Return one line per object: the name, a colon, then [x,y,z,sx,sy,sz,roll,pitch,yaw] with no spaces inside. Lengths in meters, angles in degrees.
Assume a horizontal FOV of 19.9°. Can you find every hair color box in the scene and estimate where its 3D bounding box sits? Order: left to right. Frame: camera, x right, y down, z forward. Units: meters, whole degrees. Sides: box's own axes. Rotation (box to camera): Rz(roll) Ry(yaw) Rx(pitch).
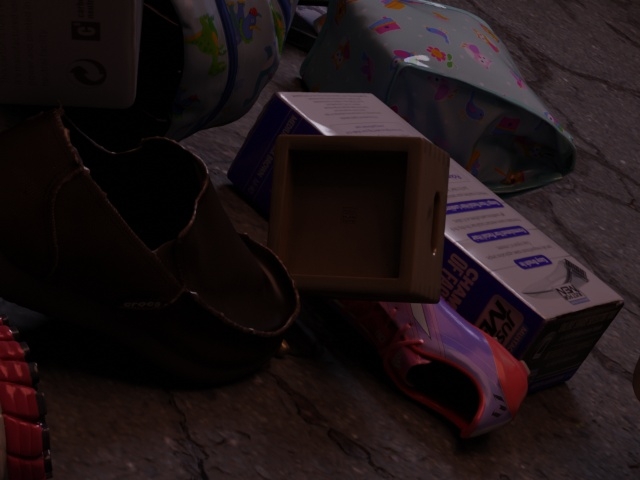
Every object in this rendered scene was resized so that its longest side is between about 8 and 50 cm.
hair color box: [0.097,-0.001,1.699,0.339,0.110,0.185,40,22,23]

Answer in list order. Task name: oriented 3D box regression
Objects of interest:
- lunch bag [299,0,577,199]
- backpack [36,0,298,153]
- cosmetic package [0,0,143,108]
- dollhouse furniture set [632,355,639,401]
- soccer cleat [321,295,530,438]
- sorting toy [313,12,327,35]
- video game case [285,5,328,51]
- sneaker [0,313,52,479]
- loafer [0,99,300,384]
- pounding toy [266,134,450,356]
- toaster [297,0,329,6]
lunch bag: [0.136,-0.157,2.008,0.262,0.160,0.223,12,28,-28]
backpack: [-0.193,-0.239,1.600,0.273,0.290,0.355,-11,52,-42]
cosmetic package: [-0.344,-0.230,1.235,0.453,0.161,0.230,2,46,-4]
dollhouse furniture set: [0.486,0.221,1.607,0.394,0.256,0.362,26,1,29]
soccer cleat: [0.066,0.073,1.548,0.248,0.083,0.095,39,34,16]
sorting toy: [0.044,-0.234,2.153,0.083,0.045,0.075,3,58,-48]
video game case: [-0.091,-0.304,2.194,0.274,0.026,0.196,20,25,-25]
sneaker: [-0.269,0.049,1.122,0.112,0.121,0.299,-17,38,-25]
loafer: [-0.113,0.005,1.305,0.366,0.130,0.134,22,34,-56]
pounding toy: [-0.006,0.009,1.515,0.206,0.181,0.094,2,-6,20]
toaster: [-0.060,-0.343,2.105,0.168,0.110,0.186,29,19,25]
